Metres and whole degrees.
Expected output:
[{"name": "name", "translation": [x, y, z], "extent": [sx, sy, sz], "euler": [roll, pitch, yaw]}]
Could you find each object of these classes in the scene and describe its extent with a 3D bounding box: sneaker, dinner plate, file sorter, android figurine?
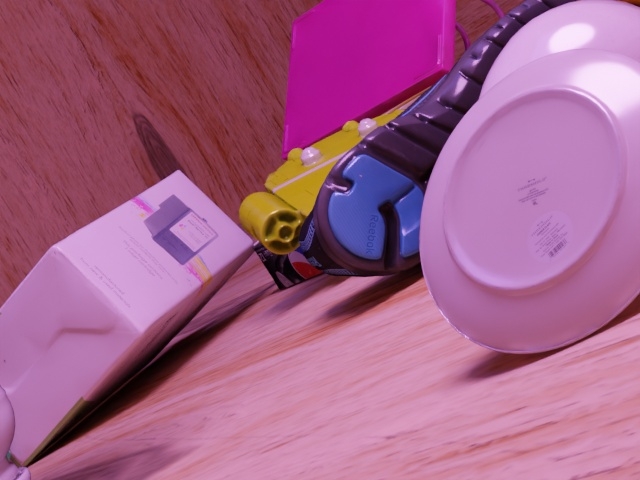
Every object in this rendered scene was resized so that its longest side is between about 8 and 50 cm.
[{"name": "sneaker", "translation": [0.121, -0.085, 1.172], "extent": [0.340, 0.125, 0.139], "euler": [-31, -1, -19]}, {"name": "dinner plate", "translation": [0.094, -0.020, 0.665], "extent": [0.141, 0.141, 0.017], "euler": [-29, -36, 33]}, {"name": "file sorter", "translation": [0.117, -0.206, 1.853], "extent": [0.290, 0.182, 0.202], "euler": [-26, 52, 46]}, {"name": "android figurine", "translation": [0.045, -0.061, 1.397], "extent": [0.248, 0.056, 0.273], "euler": [-27, 21, -8]}]

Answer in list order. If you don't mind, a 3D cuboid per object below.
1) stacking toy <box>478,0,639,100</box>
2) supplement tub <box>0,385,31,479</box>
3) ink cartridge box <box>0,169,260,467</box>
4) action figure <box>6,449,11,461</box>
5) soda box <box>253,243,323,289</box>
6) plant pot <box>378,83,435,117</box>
[{"name": "stacking toy", "translation": [0.242, -0.181, 0.796], "extent": [0.480, 0.350, 0.350], "euler": [-52, 9, -13]}, {"name": "supplement tub", "translation": [-0.359, 0.103, 1.052], "extent": [0.235, 0.325, 0.235], "euler": [-32, 4, 2]}, {"name": "ink cartridge box", "translation": [-0.200, 0.059, 1.533], "extent": [0.207, 0.119, 0.353], "euler": [-47, -3, 24]}, {"name": "action figure", "translation": [-0.380, 0.247, 1.370], "extent": [0.232, 0.063, 0.137], "euler": [-32, 6, -17]}, {"name": "soda box", "translation": [0.000, 0.000, 1.518], "extent": [0.060, 0.053, 0.169], "euler": [-35, 5, -28]}, {"name": "plant pot", "translation": [0.097, -0.097, 1.658], "extent": [0.134, 0.095, 0.134], "euler": [-31, 4, 3]}]
